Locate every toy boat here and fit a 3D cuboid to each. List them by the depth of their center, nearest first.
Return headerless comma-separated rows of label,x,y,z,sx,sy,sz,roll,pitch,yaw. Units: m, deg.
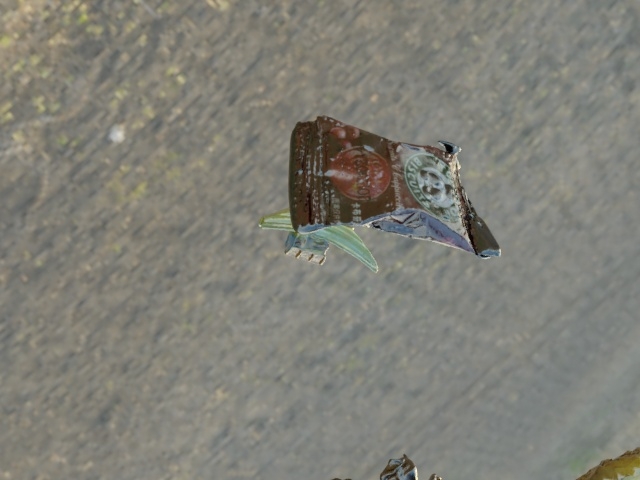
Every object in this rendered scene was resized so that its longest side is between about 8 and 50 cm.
toy boat,0.000,0.000,1.630,0.065,0.172,0.066,-150,-100,-74

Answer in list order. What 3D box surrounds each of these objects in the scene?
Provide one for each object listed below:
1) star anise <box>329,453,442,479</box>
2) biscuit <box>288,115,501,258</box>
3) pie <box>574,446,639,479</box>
star anise,0.084,0.326,1.338,0.220,0.190,0.126,0,131,2
biscuit,0.078,-0.057,1.304,0.235,0.151,0.063,11,144,-24
pie,0.425,0.392,1.755,0.273,0.069,0.273,-14,133,-16
